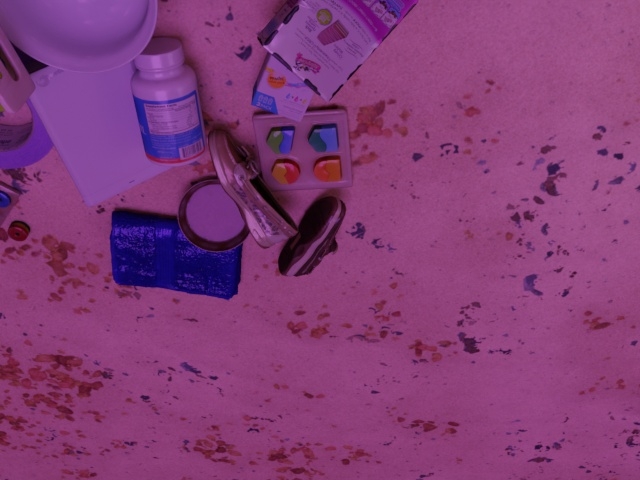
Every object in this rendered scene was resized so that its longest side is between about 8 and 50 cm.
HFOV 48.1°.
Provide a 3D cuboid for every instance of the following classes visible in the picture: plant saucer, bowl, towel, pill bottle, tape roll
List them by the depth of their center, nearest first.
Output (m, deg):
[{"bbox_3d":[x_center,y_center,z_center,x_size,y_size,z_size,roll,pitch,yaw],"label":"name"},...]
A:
[{"bbox_3d":[-0.406,-0.440,1.190,0.298,0.134,0.298,1,134,1],"label":"bowl"},{"bbox_3d":[-0.289,-0.262,1.357,0.124,0.124,0.221,-1,125,3],"label":"pill bottle"},{"bbox_3d":[-0.638,-0.273,1.393,0.275,0.090,0.275,2,134,2],"label":"tape roll"},{"bbox_3d":[-0.231,-0.057,1.589,0.168,0.029,0.168,-2,109,-5],"label":"plant saucer"},{"bbox_3d":[-0.340,0.044,1.693,0.308,0.076,0.228,6,135,-3],"label":"towel"}]

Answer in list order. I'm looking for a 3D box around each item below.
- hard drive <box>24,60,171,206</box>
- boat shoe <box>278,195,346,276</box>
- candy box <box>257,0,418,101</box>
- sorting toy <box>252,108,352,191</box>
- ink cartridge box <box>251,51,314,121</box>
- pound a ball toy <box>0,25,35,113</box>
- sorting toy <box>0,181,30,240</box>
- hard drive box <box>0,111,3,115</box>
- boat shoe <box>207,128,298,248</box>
[{"bbox_3d":[-0.424,-0.230,1.394,0.203,0.040,0.307,-29,135,-15],"label":"hard drive"},{"bbox_3d":[-0.001,-0.006,1.633,0.095,0.095,0.257,12,141,-28],"label":"boat shoe"},{"bbox_3d":[0.028,-0.378,1.227,0.159,0.071,0.233,37,104,-28],"label":"candy box"},{"bbox_3d":[-0.034,-0.179,1.492,0.193,0.038,0.208,-3,134,5],"label":"sorting toy"},{"bbox_3d":[-0.052,-0.322,1.338,0.104,0.061,0.181,16,132,-15],"label":"ink cartridge box"},{"bbox_3d":[-0.623,-0.347,1.126,0.208,0.136,0.319,-8,131,14],"label":"pound a ball toy"},{"bbox_3d":[-0.771,-0.092,1.602,0.274,0.046,0.132,31,128,-24],"label":"sorting toy"},{"bbox_3d":[-0.729,-0.249,1.297,0.232,0.089,0.181,-19,130,19],"label":"hard drive box"},{"bbox_3d":[-0.143,-0.116,1.503,0.089,0.104,0.285,-20,121,14],"label":"boat shoe"}]
